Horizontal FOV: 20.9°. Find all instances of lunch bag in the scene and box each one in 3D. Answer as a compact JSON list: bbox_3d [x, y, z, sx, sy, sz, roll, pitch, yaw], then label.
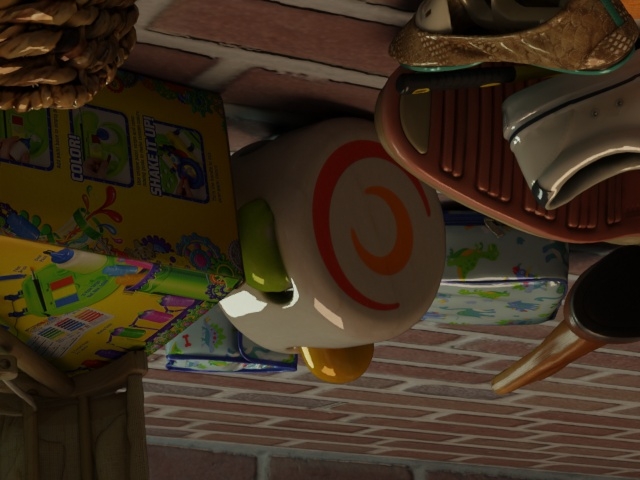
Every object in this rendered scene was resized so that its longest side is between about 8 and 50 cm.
[{"bbox_3d":[-0.098,0.083,1.957,0.151,0.129,0.096,4,166,-6],"label":"lunch bag"},{"bbox_3d":[0.165,0.030,1.800,0.176,0.090,0.219,-1,166,2],"label":"lunch bag"}]

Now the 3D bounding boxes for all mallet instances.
[{"bbox_3d":[0.146,-0.122,1.230,0.189,0.039,0.062,-6,168,-30],"label":"mallet"}]

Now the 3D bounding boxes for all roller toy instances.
[{"bbox_3d":[0.000,0.000,1.483,0.146,0.191,0.209,-13,135,46],"label":"roller toy"}]

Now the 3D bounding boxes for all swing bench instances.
[{"bbox_3d":[-0.259,0.197,1.320,0.165,0.253,0.254,-24,149,30],"label":"swing bench"}]

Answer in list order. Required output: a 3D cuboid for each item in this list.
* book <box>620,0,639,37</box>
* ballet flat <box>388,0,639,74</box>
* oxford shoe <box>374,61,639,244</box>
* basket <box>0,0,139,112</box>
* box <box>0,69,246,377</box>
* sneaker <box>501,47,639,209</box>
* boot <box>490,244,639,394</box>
[{"bbox_3d":[0.227,-0.166,1.139,0.096,0.035,0.144,-1,166,-2],"label":"book"},{"bbox_3d":[0.117,-0.150,1.142,0.206,0.073,0.067,5,132,45],"label":"ballet flat"},{"bbox_3d":[0.186,-0.056,1.372,0.397,0.140,0.146,14,169,-34],"label":"oxford shoe"},{"bbox_3d":[-0.250,-0.198,0.933,0.299,0.223,0.213,0,-161,5],"label":"basket"},{"bbox_3d":[-0.260,-0.004,1.398,0.279,0.177,0.290,12,148,-35],"label":"box"},{"bbox_3d":[0.255,-0.092,1.187,0.258,0.091,0.094,-21,165,19],"label":"sneaker"},{"bbox_3d":[0.262,0.084,1.774,0.264,0.096,0.280,-32,177,-44],"label":"boot"}]
